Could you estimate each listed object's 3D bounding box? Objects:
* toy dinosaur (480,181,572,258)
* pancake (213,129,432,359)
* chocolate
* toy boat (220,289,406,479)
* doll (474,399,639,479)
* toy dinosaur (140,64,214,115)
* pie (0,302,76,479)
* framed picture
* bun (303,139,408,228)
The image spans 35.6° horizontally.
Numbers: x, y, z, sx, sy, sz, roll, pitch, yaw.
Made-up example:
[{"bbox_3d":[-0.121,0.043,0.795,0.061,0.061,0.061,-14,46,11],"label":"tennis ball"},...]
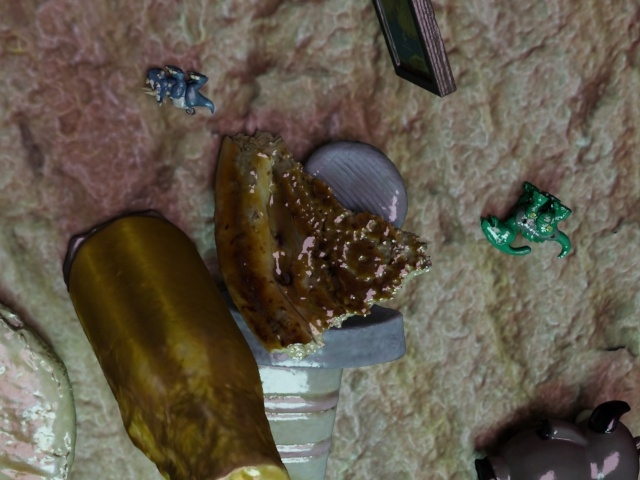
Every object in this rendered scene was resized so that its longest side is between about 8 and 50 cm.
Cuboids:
[{"bbox_3d":[0.278,-0.018,1.311,0.132,0.059,0.096,28,106,-19],"label":"toy dinosaur"},{"bbox_3d":[0.000,0.000,1.115,0.245,0.057,0.266,-2,87,9],"label":"pancake"},{"bbox_3d":[-0.149,0.125,0.979,0.162,0.445,0.162,-9,117,-18],"label":"chocolate"},{"bbox_3d":[-0.056,0.178,1.228,0.276,0.111,0.293,20,110,-21],"label":"toy boat"},{"bbox_3d":[0.350,0.326,1.428,0.257,0.117,0.182,-18,116,-14],"label":"doll"},{"bbox_3d":[-0.154,-0.164,1.098,0.083,0.030,0.047,11,106,-23],"label":"toy dinosaur"},{"bbox_3d":[-0.419,0.211,1.106,0.338,0.075,0.337,-5,101,-24],"label":"pie"},{"bbox_3d":[0.093,-0.250,1.105,0.023,0.128,0.168,-26,117,-9],"label":"framed picture"},{"bbox_3d":[0.036,-0.047,1.180,0.141,0.083,0.140,0,88,8],"label":"bun"}]
